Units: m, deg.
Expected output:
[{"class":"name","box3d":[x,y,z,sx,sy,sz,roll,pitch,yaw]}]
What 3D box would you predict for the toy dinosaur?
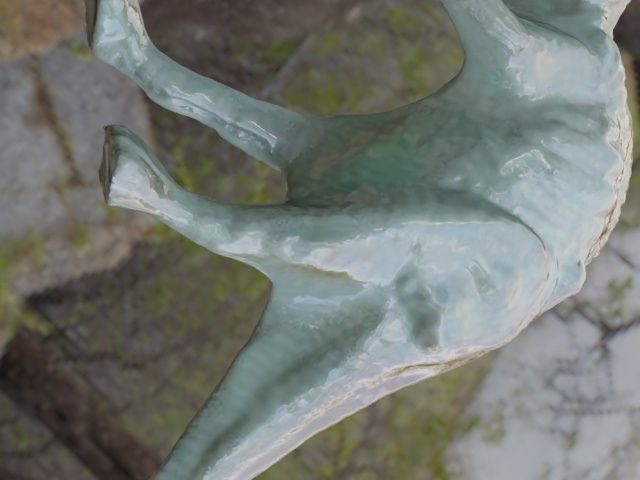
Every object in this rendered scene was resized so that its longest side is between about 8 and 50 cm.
[{"class":"toy dinosaur","box3d":[0.000,0.000,0.637,0.092,0.205,0.393,-14,-124,69]}]
